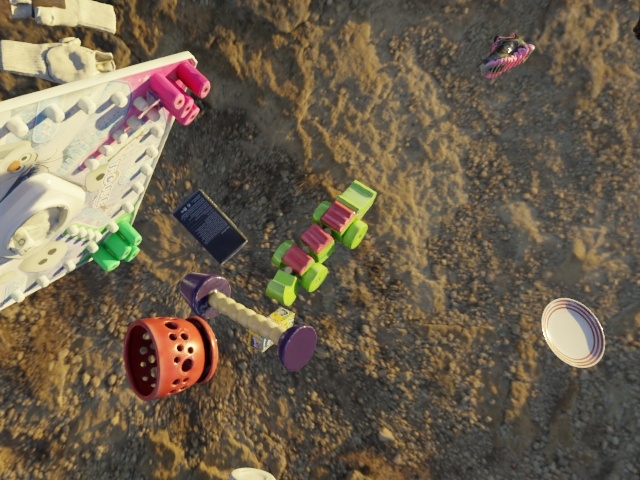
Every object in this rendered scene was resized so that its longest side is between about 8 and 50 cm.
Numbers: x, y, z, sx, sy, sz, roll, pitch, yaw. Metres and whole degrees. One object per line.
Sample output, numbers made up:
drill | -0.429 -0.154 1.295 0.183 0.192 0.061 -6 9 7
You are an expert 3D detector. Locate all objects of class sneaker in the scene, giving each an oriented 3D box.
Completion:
sneaker | 0.296 -0.309 0.958 0.119 0.047 0.057 -29 78 -29

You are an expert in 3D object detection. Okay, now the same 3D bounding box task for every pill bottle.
pill bottle | -0.168 0.620 1.308 0.107 0.108 0.180 10 87 -12

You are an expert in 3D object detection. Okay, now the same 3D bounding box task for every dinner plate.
dinner plate | 0.494 0.182 1.144 0.141 0.017 0.141 6 64 -13

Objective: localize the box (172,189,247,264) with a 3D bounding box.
box | -0.324 -0.043 1.715 0.108 0.153 0.207 -43 99 -4

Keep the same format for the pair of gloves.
pair of gloves | -0.503 -0.402 1.130 0.204 0.042 0.240 8 62 -28

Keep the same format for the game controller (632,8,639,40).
game controller | 0.452 -0.182 0.624 0.067 0.319 0.166 -33 116 12

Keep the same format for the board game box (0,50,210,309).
board game box | -0.325 -0.015 0.670 0.050 0.390 0.390 45 43 7

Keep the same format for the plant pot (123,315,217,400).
plant pot | -0.360 0.277 1.410 0.174 0.191 0.191 -3 89 -45

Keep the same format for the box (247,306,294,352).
box | -0.144 0.261 1.715 0.054 0.169 0.059 21 116 22

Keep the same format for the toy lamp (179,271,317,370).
toy lamp | -0.126 0.116 0.919 0.080 0.274 0.080 -26 127 -40

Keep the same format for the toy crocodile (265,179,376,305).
toy crocodile | 0.000 0.000 1.267 0.115 0.105 0.340 38 74 17
